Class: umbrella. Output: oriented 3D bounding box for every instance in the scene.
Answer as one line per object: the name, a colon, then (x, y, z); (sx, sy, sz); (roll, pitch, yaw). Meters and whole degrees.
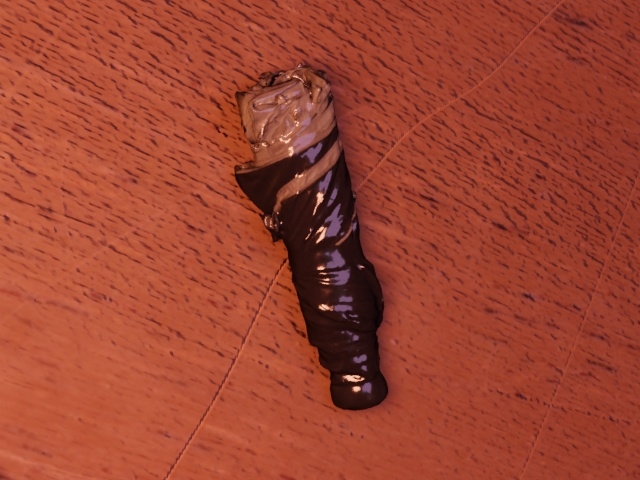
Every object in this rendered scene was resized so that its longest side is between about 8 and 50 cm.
umbrella: (-0.006, 0.002, 1.870); (0.113, 0.106, 0.357); (-20, 103, -24)
